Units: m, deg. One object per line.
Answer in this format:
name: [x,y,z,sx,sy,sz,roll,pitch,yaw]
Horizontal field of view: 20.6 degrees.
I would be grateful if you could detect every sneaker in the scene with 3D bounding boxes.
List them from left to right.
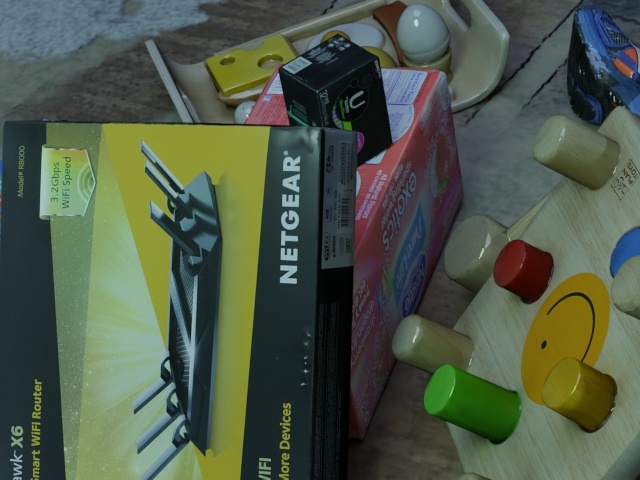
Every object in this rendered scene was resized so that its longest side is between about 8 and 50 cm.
sneaker: [0.276,-0.132,1.548,0.087,0.083,0.221,-6,42,-12]

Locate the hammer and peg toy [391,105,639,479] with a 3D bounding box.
hammer and peg toy: [0.165,0.033,1.215,0.127,0.266,0.361,24,25,-23]

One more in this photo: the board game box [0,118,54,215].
board game box: [-0.241,-0.022,1.580,0.160,0.047,0.210,11,45,28]

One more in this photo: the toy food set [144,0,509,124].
toy food set: [0.001,-0.182,1.668,0.306,0.092,0.220,-20,38,-8]

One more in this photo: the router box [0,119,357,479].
router box: [-0.103,0.071,1.228,0.243,0.309,0.081,2,2,21]

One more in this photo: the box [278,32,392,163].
box: [0.012,-0.102,1.339,0.062,0.083,0.052,-32,43,-23]

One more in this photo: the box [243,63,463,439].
box: [0.000,0.000,1.400,0.154,0.142,0.300,3,41,21]
